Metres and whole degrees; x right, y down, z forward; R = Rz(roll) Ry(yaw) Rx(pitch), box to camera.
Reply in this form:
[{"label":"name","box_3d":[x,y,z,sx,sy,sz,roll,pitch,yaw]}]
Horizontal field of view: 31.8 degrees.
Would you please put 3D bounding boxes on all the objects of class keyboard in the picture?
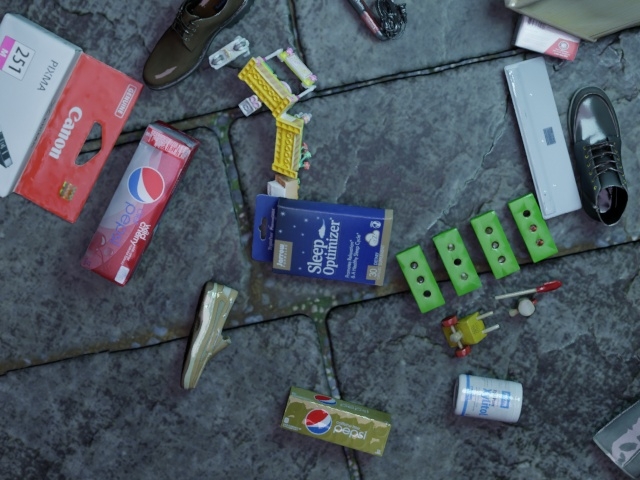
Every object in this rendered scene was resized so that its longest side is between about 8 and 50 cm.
[{"label":"keyboard","box_3d":[0.361,-0.166,1.822,0.072,0.014,0.256,-17,95,-20]}]

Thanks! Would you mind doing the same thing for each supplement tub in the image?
[{"label":"supplement tub","box_3d":[0.280,0.266,1.894,0.107,0.071,0.071,7,101,1]}]

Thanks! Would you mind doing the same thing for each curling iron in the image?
[{"label":"curling iron","box_3d":[0.039,-0.428,1.793,0.068,0.035,0.274,-43,92,-13]}]

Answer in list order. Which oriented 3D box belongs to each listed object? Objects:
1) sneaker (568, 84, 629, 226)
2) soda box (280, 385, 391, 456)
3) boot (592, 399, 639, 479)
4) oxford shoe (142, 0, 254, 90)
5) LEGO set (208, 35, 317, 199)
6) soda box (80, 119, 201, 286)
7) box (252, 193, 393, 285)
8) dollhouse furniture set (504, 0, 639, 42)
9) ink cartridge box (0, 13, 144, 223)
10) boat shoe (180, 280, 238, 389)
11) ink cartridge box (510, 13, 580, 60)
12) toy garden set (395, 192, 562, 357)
[{"label":"sneaker","box_3d":[0.452,-0.135,1.789,0.083,0.118,0.222,-10,100,4]},{"label":"soda box","box_3d":[0.027,0.307,1.916,0.181,0.058,0.061,16,100,-2]},{"label":"boot","box_3d":[0.594,0.324,1.893,0.189,0.076,0.208,41,93,9]},{"label":"oxford shoe","box_3d":[-0.211,-0.335,1.777,0.083,0.096,0.227,44,99,17]},{"label":"LEGO set","box_3d":[-0.058,-0.205,1.822,0.132,0.107,0.287,-14,107,40]},{"label":"soda box","box_3d":[-0.293,-0.062,1.839,0.083,0.092,0.263,28,101,-3]},{"label":"box","box_3d":[0.000,0.000,1.847,0.225,0.036,0.136,7,124,2]},{"label":"dollhouse furniture set","box_3d":[0.440,-0.523,1.631,0.362,0.256,0.394,16,78,-26]},{"label":"ink cartridge box","box_3d":[-0.458,-0.193,1.839,0.239,0.060,0.275,28,100,-2]},{"label":"boat shoe","box_3d":[-0.184,0.167,1.896,0.072,0.068,0.190,15,101,-13]},{"label":"ink cartridge box","box_3d":[0.369,-0.362,1.780,0.099,0.056,0.135,15,101,-2]},{"label":"toy garden set","box_3d":[0.276,0.061,1.870,0.244,0.049,0.204,-24,97,5]}]
